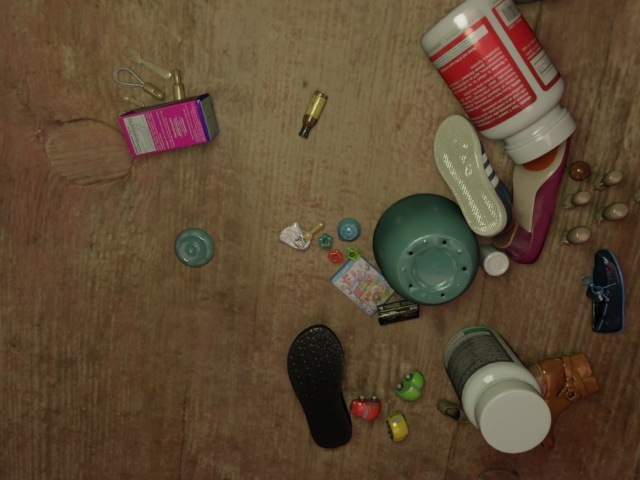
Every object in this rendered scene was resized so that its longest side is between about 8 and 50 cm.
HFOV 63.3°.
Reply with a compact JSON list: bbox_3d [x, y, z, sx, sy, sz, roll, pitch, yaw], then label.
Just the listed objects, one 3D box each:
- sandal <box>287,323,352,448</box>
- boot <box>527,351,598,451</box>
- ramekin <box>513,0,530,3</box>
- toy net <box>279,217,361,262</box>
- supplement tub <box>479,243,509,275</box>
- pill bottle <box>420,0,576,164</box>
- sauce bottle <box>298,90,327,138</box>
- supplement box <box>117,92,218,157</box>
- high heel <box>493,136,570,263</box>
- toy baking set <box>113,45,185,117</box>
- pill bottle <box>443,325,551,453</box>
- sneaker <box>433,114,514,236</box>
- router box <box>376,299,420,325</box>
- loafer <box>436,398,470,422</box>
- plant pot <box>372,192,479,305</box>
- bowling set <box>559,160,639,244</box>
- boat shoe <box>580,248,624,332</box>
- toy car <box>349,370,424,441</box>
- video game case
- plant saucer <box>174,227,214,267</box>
[{"bbox_3d":[-0.003,0.433,1.572,0.167,0.107,0.446,-7,115,2],"label":"sandal"},{"bbox_3d":[0.725,0.482,1.568,0.220,0.109,0.284,-20,94,1],"label":"boot"},{"bbox_3d":[0.521,-0.723,1.267,0.276,0.135,0.278,0,102,0],"label":"ramekin"},{"bbox_3d":[0.000,0.000,1.494,0.232,0.045,0.122,0,105,3],"label":"toy net"},{"bbox_3d":[0.480,0.053,1.461,0.070,0.107,0.071,0,104,2],"label":"supplement tub"},{"bbox_3d":[0.451,-0.405,1.296,0.229,0.229,0.408,-36,100,9],"label":"pill bottle"},{"bbox_3d":[-0.024,-0.342,1.416,0.042,0.042,0.128,26,104,-5],"label":"sauce bottle"},{"bbox_3d":[-0.395,-0.304,1.367,0.219,0.111,0.114,-9,114,6],"label":"supplement box"},{"bbox_3d":[0.611,-0.120,1.446,0.181,0.127,0.378,23,97,-39],"label":"high heel"},{"bbox_3d":[-0.464,-0.397,1.416,0.196,0.030,0.257,1,103,1],"label":"toy baking set"},{"bbox_3d":[0.468,0.391,1.408,0.204,0.361,0.205,0,103,1],"label":"pill bottle"},{"bbox_3d":[0.417,-0.170,1.396,0.131,0.148,0.351,-27,70,38],"label":"sneaker"},{"bbox_3d":[0.225,0.207,1.508,0.122,0.092,0.038,-12,66,3],"label":"router box"},{"bbox_3d":[0.431,0.535,1.601,0.147,0.050,0.056,13,103,-2],"label":"loafer"},{"bbox_3d":[0.289,0.041,1.387,0.292,0.235,0.293,1,107,3],"label":"plant pot"},{"bbox_3d":[0.752,-0.130,1.416,0.286,0.154,0.200,-29,82,9],"label":"bowling set"},{"bbox_3d":[0.807,0.155,1.480,0.088,0.109,0.259,-12,100,7],"label":"boat shoe"},{"bbox_3d":[0.236,0.494,1.574,0.239,0.053,0.225,40,93,-24],"label":"toy car"},{"bbox_3d":[0.127,0.130,1.533,0.166,0.015,0.119,42,101,-7],"label":"video game case"},{"bbox_3d":[-0.370,0.024,1.515,0.119,0.021,0.120,0,103,2],"label":"plant saucer"}]
